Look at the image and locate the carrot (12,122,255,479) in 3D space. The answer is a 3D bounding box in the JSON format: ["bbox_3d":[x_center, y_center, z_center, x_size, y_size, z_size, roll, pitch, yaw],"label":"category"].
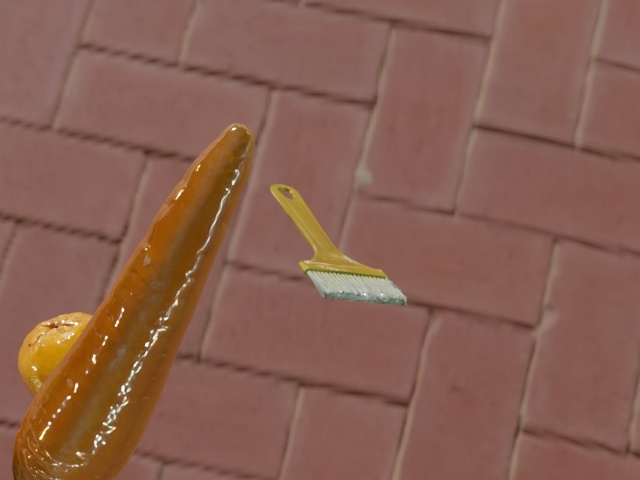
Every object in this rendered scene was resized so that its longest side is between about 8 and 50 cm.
[{"bbox_3d":[-0.055,0.029,0.563,0.035,0.035,0.142,35,108,16],"label":"carrot"}]

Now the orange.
[{"bbox_3d":[-0.178,0.089,1.400,0.083,0.083,0.070,-17,106,-9],"label":"orange"}]

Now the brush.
[{"bbox_3d":[0.000,0.000,1.698,0.083,0.011,0.205,6,27,-29],"label":"brush"}]
